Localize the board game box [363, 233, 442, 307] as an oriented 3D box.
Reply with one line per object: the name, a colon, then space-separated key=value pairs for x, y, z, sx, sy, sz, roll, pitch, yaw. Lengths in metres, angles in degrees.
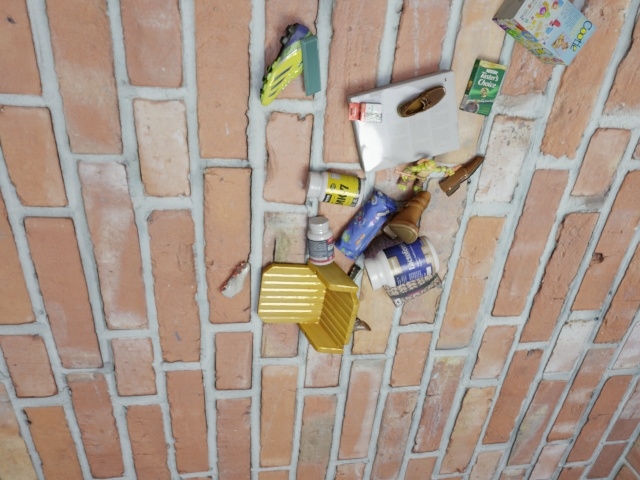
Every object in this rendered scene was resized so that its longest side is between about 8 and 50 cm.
board game box: x=0.347 y=0.103 z=1.755 sx=0.232 sy=0.141 sz=0.291 roll=-31 pitch=117 yaw=7

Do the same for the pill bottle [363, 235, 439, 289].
pill bottle: x=0.308 y=0.092 z=1.577 sx=0.265 sy=0.153 sz=0.153 roll=-20 pitch=117 yaw=1

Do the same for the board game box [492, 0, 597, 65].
board game box: x=0.761 y=-0.741 z=1.395 sx=0.276 sy=0.142 sz=0.144 roll=27 pitch=109 yaw=-19

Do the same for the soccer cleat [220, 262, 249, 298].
soccer cleat: x=-0.348 y=0.170 z=1.732 sx=0.076 sy=0.068 sz=0.196 roll=31 pitch=115 yaw=-26

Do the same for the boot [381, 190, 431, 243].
boot: x=0.360 y=-0.097 z=1.570 sx=0.109 sy=0.283 sz=0.220 roll=44 pitch=85 yaw=-1

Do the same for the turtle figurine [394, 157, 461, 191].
turtle figurine: x=0.372 y=-0.257 z=1.548 sx=0.270 sy=0.217 sz=0.087 roll=-9 pitch=78 yaw=-15

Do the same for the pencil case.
pencil case: x=0.184 y=-0.057 z=1.657 sx=0.119 sy=0.133 sz=0.306 roll=29 pitch=110 yaw=-23

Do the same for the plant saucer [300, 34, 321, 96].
plant saucer: x=-0.028 y=-0.584 z=1.376 sx=0.067 sy=0.018 sz=0.192 roll=-33 pitch=142 yaw=-24

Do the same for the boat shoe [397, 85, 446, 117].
boat shoe: x=0.356 y=-0.474 z=1.409 sx=0.178 sy=0.060 sz=0.064 roll=-27 pitch=115 yaw=5

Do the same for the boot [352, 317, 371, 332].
boot: x=0.174 y=0.418 z=1.948 sx=0.087 sy=0.042 sz=0.118 roll=-39 pitch=114 yaw=18

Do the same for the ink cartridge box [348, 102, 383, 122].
ink cartridge box: x=0.157 y=-0.444 z=1.414 sx=0.115 sy=0.029 sz=0.062 roll=0 pitch=115 yaw=-8

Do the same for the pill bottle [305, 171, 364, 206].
pill bottle: x=0.053 y=-0.200 z=1.573 sx=0.209 sy=0.119 sz=0.119 roll=8 pitch=115 yaw=-12

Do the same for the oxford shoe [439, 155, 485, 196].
oxford shoe: x=0.571 y=-0.275 z=1.645 sx=0.212 sy=0.076 sz=0.076 roll=-42 pitch=75 yaw=2

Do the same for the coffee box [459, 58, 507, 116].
coffee box: x=0.602 y=-0.566 z=1.515 sx=0.113 sy=0.040 sz=0.184 roll=9 pitch=115 yaw=-12

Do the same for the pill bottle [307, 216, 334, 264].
pill bottle: x=0.000 y=0.000 z=1.671 sx=0.108 sy=0.108 sz=0.180 roll=-8 pitch=118 yaw=-5

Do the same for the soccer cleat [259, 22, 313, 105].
soccer cleat: x=-0.112 y=-0.577 z=1.376 sx=0.121 sy=0.093 sz=0.289 roll=22 pitch=112 yaw=-25

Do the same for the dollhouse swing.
dollhouse swing: x=-0.065 y=0.284 z=1.716 sx=0.305 sy=0.315 sz=0.346 roll=-4 pitch=119 yaw=-29

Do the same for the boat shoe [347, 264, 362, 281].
boat shoe: x=0.139 y=0.166 z=1.814 sx=0.042 sy=0.049 sz=0.133 roll=35 pitch=120 yaw=12

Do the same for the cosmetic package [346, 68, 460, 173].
cosmetic package: x=0.310 y=-0.436 z=1.506 sx=0.378 sy=0.097 sz=0.284 roll=-15 pitch=119 yaw=-1
